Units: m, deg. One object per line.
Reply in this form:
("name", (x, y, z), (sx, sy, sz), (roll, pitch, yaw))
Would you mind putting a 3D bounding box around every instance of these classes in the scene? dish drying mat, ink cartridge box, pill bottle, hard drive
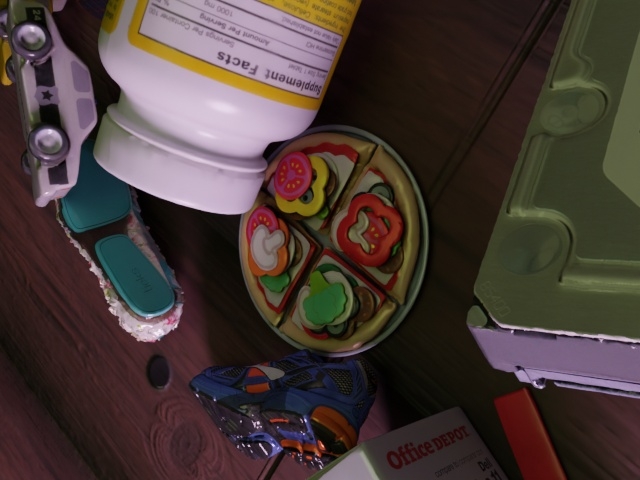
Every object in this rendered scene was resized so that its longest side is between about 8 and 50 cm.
("dish drying mat", (0.155, 0.151, 0.562), (0.032, 0.008, 0.083), (-30, 73, 33))
("ink cartridge box", (0.091, 0.230, 0.519), (0.087, 0.153, 0.208), (-45, 66, 26))
("pill bottle", (-0.064, -0.200, 0.615), (0.188, 0.188, 0.334), (32, 107, 32))
("hard drive", (0.228, -0.078, 0.367), (0.237, 0.064, 0.339), (3, 56, 37))

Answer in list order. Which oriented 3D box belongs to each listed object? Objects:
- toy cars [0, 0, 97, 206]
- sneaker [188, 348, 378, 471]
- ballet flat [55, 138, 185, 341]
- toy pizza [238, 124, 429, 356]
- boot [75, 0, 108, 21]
("toy cars", (-0.288, -0.204, 0.799), (0.394, 0.087, 0.176), (60, 148, 37))
("sneaker", (-0.032, 0.137, 0.662), (0.221, 0.087, 0.083), (-1, 124, 49))
("ballet flat", (-0.215, 0.006, 0.792), (0.241, 0.091, 0.077), (61, 153, 25))
("toy pizza", (0.000, 0.000, 0.661), (0.201, 0.032, 0.201), (0, 89, 36))
("boot", (-0.170, -0.284, 0.781), (0.219, 0.082, 0.106), (3, 64, 47))
